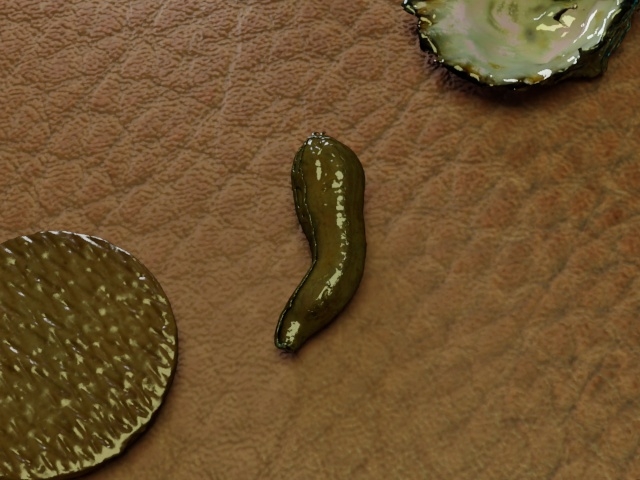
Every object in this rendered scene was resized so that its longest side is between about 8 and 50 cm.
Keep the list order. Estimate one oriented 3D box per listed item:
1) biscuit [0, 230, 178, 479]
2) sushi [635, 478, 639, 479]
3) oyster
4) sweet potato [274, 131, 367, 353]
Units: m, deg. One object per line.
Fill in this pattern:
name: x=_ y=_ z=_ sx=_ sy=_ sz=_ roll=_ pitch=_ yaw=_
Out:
biscuit: x=-0.260 y=0.110 z=1.313 sx=0.262 sy=0.037 sz=0.262 roll=-2 pitch=61 yaw=3
sushi: x=0.362 y=0.294 z=1.119 sx=0.291 sy=0.131 sz=0.139 roll=23 pitch=42 yaw=24
oyster: x=0.225 y=-0.249 z=1.447 sx=0.260 sy=0.092 sz=0.198 roll=-33 pitch=63 yaw=-3
sweet potato: x=0.005 y=0.001 z=1.340 sx=0.081 sy=0.062 sz=0.233 roll=-4 pitch=63 yaw=20
